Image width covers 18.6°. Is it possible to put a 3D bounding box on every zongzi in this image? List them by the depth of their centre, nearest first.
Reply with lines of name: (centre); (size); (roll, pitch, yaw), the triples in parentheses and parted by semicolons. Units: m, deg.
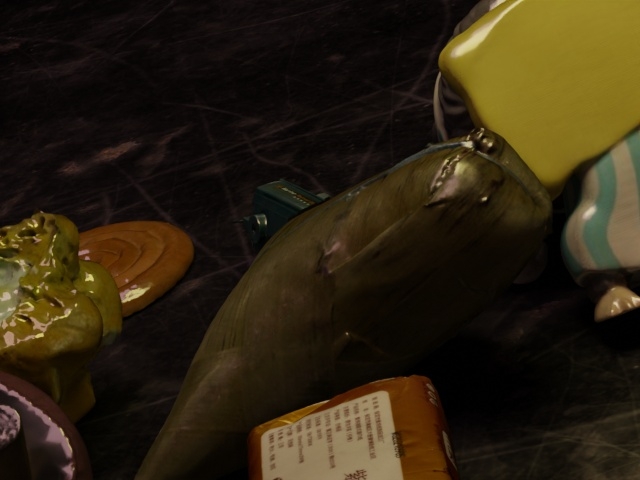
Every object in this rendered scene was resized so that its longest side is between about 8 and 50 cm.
zongzi: (0.021, 0.076, 1.782); (0.356, 0.174, 0.393); (-31, 12, 47)

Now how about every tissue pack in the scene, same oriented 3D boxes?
tissue pack: (0.029, 0.216, 1.657); (0.183, 0.092, 0.226); (-17, 23, 5)

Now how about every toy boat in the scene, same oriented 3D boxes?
toy boat: (0.000, 0.000, 2.142); (0.103, 0.093, 0.246); (-6, 17, -26)

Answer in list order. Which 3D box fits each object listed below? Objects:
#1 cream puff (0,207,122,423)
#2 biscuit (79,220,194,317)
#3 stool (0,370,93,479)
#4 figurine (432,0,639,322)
cream puff: (-0.367, 0.123, 1.983); (0.323, 0.274, 0.270); (2, 62, 4)
biscuit: (-0.277, 0.042, 2.324); (0.262, 0.037, 0.262); (-15, 25, 7)
stool: (-0.349, 0.215, 1.697); (0.272, 0.178, 0.272); (-6, 64, 12)
figurine: (0.267, -0.082, 2.016); (0.266, 0.361, 0.378); (-17, -10, -4)
